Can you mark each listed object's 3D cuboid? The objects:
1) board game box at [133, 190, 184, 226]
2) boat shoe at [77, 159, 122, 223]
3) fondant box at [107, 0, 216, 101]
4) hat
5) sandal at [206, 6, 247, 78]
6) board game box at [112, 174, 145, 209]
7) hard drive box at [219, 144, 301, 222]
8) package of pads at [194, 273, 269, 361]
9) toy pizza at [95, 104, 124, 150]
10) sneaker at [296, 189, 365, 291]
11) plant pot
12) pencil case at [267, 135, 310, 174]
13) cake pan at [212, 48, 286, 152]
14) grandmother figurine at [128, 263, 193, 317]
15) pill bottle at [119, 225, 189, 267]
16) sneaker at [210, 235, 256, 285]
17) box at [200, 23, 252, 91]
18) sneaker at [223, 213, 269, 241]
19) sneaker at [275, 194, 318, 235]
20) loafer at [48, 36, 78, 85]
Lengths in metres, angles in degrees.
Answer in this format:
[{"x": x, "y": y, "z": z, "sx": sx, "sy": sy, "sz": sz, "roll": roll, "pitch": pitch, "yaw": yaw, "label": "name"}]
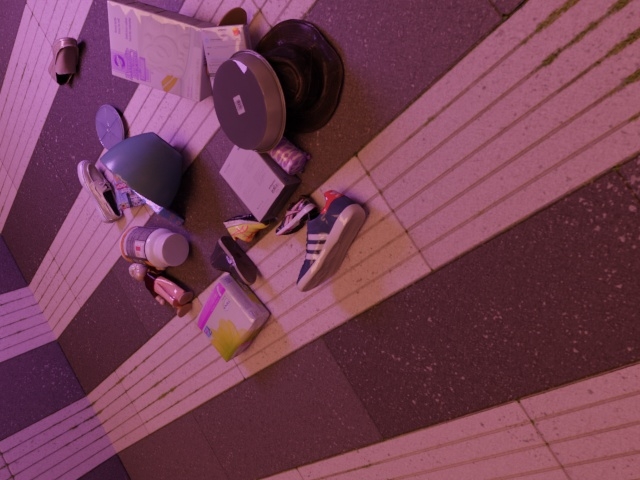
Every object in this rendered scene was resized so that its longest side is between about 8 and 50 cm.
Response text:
[{"x": -0.651, "y": -0.150, "z": 1.833, "sx": 0.211, "sy": 0.160, "sz": 0.039, "roll": 38, "pitch": 86, "yaw": 21, "label": "board game box"}, {"x": -0.987, "y": -0.226, "z": 2.102, "sx": 0.094, "sy": 0.109, "sz": 0.302, "roll": -17, "pitch": 103, "yaw": 24, "label": "boat shoe"}, {"x": -0.517, "y": -0.622, "z": 1.521, "sx": 0.330, "sy": 0.096, "sz": 0.238, "roll": 19, "pitch": 127, "yaw": 7, "label": "fondant box"}, {"x": -0.105, "y": -0.467, "z": 1.334, "sx": 0.331, "sy": 0.134, "sz": 0.331, "roll": 13, "pitch": 113, "yaw": 34, "label": "hat"}, {"x": -0.313, "y": -0.633, "z": 1.469, "sx": 0.079, "sy": 0.088, "sz": 0.240, "roll": 56, "pitch": 128, "yaw": 36, "label": "sandal"}, {"x": -0.817, "y": -0.239, "z": 1.984, "sx": 0.194, "sy": 0.060, "sz": 0.194, "roll": -7, "pitch": 101, "yaw": 38, "label": "board game box"}, {"x": -0.201, "y": -0.208, "z": 1.515, "sx": 0.232, "sy": 0.089, "sz": 0.181, "roll": 50, "pitch": 127, "yaw": 12, "label": "hard drive box"}, {"x": -0.341, "y": 0.300, "z": 1.775, "sx": 0.229, "sy": 0.101, "sz": 0.296, "roll": 46, "pitch": 127, "yaw": 16, "label": "package of pads"}, {"x": -0.890, "y": -0.476, "z": 1.980, "sx": 0.201, "sy": 0.032, "sz": 0.201, "roll": 13, "pitch": 113, "yaw": 33, "label": "toy pizza"}, {"x": 0.000, "y": 0.000, "z": 1.420, "sx": 0.148, "sy": 0.131, "sz": 0.350, "roll": 45, "pitch": 121, "yaw": 25, "label": "sneaker"}, {"x": -0.627, "y": -0.284, "z": 1.721, "sx": 0.290, "sy": 0.290, "sz": 0.195, "roll": 38, "pitch": 89, "yaw": 21, "label": "plant pot"}, {"x": -0.128, "y": -0.294, "z": 1.434, "sx": 0.088, "sy": 0.086, "sz": 0.206, "roll": -45, "pitch": 79, "yaw": 0, "label": "pencil case"}, {"x": -0.216, "y": -0.392, "z": 1.339, "sx": 0.293, "sy": 0.054, "sz": 0.293, "roll": 25, "pitch": 127, "yaw": 37, "label": "cake pan"}, {"x": -0.701, "y": 0.187, "z": 2.011, "sx": 0.342, "sy": 0.104, "sz": 0.207, "roll": 27, "pitch": 110, "yaw": 25, "label": "grandmother figurine"}, {"x": -0.680, "y": 0.027, "z": 1.902, "sx": 0.278, "sy": 0.162, "sz": 0.162, "roll": 6, "pitch": 108, "yaw": 36, "label": "pill bottle"}, {"x": -0.320, "y": 0.099, "z": 1.708, "sx": 0.222, "sy": 0.083, "sz": 0.118, "roll": 53, "pitch": 125, "yaw": 24, "label": "sneaker"}, {"x": -0.277, "y": -0.553, "z": 1.415, "sx": 0.145, "sy": 0.038, "sz": 0.186, "roll": 4, "pitch": 122, "yaw": 18, "label": "box"}, {"x": -0.245, "y": -0.042, "z": 1.617, "sx": 0.208, "sy": 0.081, "sz": 0.094, "roll": -3, "pitch": 110, "yaw": 44, "label": "sneaker"}, {"x": -0.083, "y": -0.082, "z": 1.493, "sx": 0.178, "sy": 0.072, "sz": 0.077, "roll": -37, "pitch": 69, "yaw": 30, "label": "sneaker"}, {"x": -1.099, "y": -0.769, "z": 2.006, "sx": 0.268, "sy": 0.102, "sz": 0.092, "roll": -31, "pitch": 86, "yaw": 48, "label": "loafer"}]
